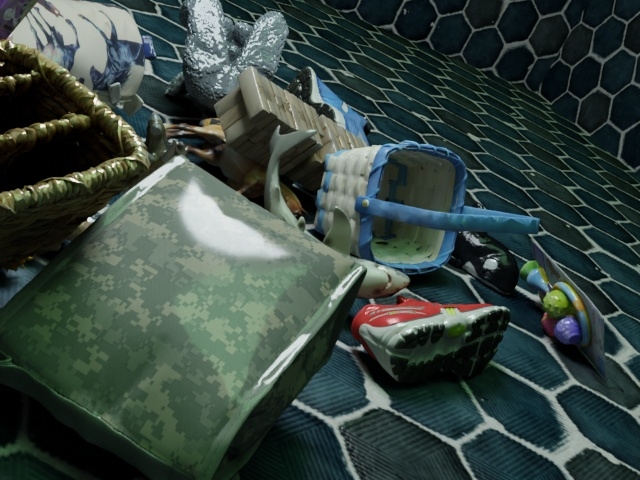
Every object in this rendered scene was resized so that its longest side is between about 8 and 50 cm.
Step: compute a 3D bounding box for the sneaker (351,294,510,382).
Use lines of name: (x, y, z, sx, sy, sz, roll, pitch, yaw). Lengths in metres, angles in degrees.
sneaker: (0.152, 0.112, 1.204, 0.279, 0.107, 0.118, 6, 21, -47)

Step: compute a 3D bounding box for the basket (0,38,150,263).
basket: (-0.334, -0.080, 0.743, 0.299, 0.223, 0.214, -22, 86, -44)

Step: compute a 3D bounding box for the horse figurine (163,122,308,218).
horse figurine: (-0.152, -0.120, 1.414, 0.263, 0.066, 0.174, 42, 32, 27)

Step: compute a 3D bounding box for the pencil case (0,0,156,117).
pencil case: (-0.419, -0.262, 1.291, 0.183, 0.160, 0.410, 51, 27, 10)

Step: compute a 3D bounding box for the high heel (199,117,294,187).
high heel: (-0.112, -0.208, 1.604, 0.186, 0.093, 0.261, 29, 30, -13)

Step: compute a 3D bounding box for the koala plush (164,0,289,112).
koala plush: (-0.184, -0.296, 1.623, 0.196, 0.203, 0.221, 13, -17, -18)

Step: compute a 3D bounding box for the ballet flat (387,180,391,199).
ballet flat: (0.134, -0.111, 1.729, 0.057, 0.049, 0.173, 10, 25, -35)

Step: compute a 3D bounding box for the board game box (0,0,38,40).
board game box: (-0.459, -0.278, 1.067, 0.208, 0.347, 0.056, 36, -6, 17)

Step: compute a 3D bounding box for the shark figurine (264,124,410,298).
shark figurine: (-0.027, -0.010, 1.213, 0.278, 0.166, 0.116, 56, -13, -2)

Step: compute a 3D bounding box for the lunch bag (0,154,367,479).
lunch bag: (-0.130, 0.089, 0.827, 0.235, 0.169, 0.287, 31, 41, 12)

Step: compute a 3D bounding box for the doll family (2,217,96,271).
doll family: (-0.363, -0.041, 0.974, 0.263, 0.118, 0.163, 35, 9, -32)

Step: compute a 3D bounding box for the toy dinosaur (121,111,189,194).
toy dinosaur: (-0.159, -0.026, 1.161, 0.313, 0.121, 0.160, 52, 8, -30)

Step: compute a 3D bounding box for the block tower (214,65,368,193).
block tower: (-0.029, -0.154, 1.452, 0.335, 0.097, 0.091, 27, 36, -50)

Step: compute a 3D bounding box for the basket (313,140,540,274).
basket: (0.155, -0.046, 1.379, 0.254, 0.201, 0.288, 4, 3, -44)

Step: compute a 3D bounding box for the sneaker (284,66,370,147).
sneaker: (0.009, -0.230, 1.799, 0.147, 0.130, 0.330, 30, 20, -34)

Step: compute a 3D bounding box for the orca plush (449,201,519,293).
orca plush: (0.274, -0.026, 1.638, 0.151, 0.102, 0.287, 16, 24, -26)

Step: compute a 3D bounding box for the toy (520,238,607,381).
toy: (0.387, 0.115, 1.480, 0.056, 0.137, 0.237, -18, 35, -3)
